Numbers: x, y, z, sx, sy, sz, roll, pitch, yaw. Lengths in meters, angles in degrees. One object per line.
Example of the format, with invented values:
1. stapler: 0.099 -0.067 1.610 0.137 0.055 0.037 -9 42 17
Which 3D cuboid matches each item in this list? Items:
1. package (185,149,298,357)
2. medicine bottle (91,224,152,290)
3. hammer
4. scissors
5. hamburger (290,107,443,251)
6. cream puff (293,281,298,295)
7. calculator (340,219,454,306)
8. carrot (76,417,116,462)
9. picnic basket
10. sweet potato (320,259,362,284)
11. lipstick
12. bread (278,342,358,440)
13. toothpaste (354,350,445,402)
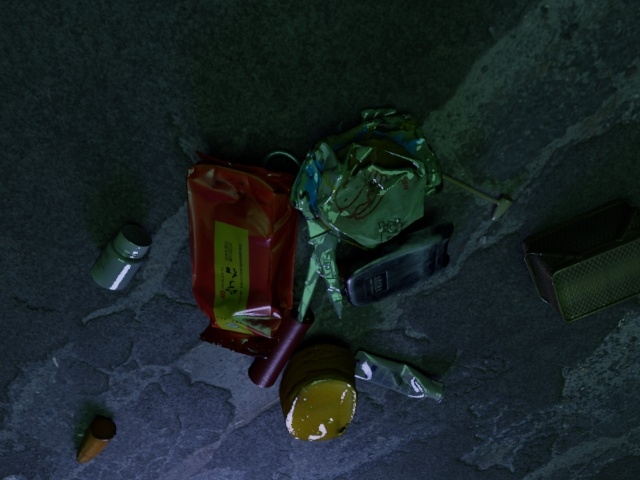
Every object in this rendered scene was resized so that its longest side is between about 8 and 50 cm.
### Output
1. package: -0.155 0.034 0.919 0.196 0.123 0.423 13 118 17
2. medicine bottle: -0.411 0.034 0.955 0.080 0.080 0.130 33 112 -22
3. hammer: 0.313 -0.101 0.975 0.195 0.028 0.060 22 123 -14
4. scissors: 0.000 0.000 0.962 0.256 0.029 0.383 1 109 -6
5. hamburger: 0.103 -0.106 0.844 0.276 0.150 0.260 -45 112 6
6. cream puff: -0.096 0.109 1.039 0.083 0.058 0.083 -26 117 11
7. calculator: 0.163 0.058 0.968 0.268 0.040 0.177 -23 142 -5
8. carrot: -0.634 0.565 1.268 0.072 0.072 0.205 30 120 -21
9. picnic basket: 0.605 0.044 1.015 0.266 0.139 0.165 -25 119 10
10. sweet potato: 0.110 0.063 1.033 0.255 0.058 0.078 -10 100 -4
11. lipstick: -0.098 0.254 1.115 0.080 0.080 0.241 21 116 -17
12. bread: -0.004 0.382 1.162 0.195 0.143 0.270 6 122 -11
13. toothpaste: 0.203 0.365 1.228 0.266 0.061 0.096 21 118 -9
